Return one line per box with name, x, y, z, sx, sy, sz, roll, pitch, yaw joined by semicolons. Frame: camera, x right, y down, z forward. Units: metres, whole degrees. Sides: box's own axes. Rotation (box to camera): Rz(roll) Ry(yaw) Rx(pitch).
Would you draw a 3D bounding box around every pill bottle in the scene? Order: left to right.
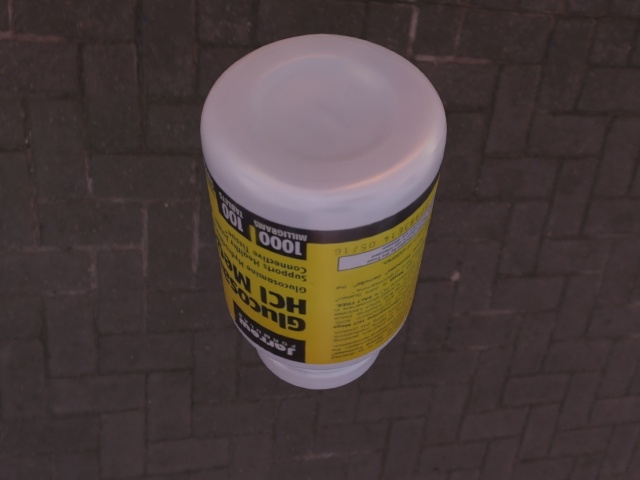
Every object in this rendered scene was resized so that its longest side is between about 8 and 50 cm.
pill bottle;0.000;0.000;0.694;0.188;0.188;0.334;-13;144;-10
